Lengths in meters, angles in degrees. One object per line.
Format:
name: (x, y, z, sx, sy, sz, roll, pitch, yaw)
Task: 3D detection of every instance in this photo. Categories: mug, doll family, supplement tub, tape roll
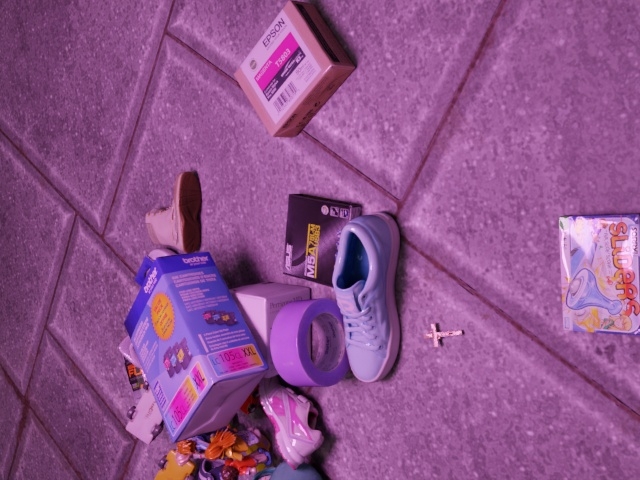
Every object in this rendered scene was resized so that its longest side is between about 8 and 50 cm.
mug: (-0.067, 0.568, 1.682, 0.157, 0.097, 0.129, 38, 133, -7)
doll family: (-0.254, 0.490, 1.739, 0.262, 0.163, 0.119, 1, 95, 40)
supplement tub: (-0.482, 0.353, 2.015, 0.117, 0.117, 0.191, -24, 80, 39)
tape roll: (-0.016, 0.221, 1.561, 0.080, 0.189, 0.189, -10, 89, 39)

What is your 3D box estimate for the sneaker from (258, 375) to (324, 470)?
sneaker: (-0.066, 0.403, 1.693, 0.111, 0.103, 0.252, -26, 56, -3)

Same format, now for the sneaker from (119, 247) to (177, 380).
sneaker: (-0.419, 0.194, 1.881, 0.137, 0.210, 0.366, -30, 76, 38)

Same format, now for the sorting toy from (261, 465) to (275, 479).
sorting toy: (-0.129, 0.608, 1.807, 0.083, 0.044, 0.075, -32, 56, 38)

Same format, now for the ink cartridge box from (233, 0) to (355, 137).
ink cartridge box: (-0.063, -0.373, 1.594, 0.234, 0.088, 0.193, -45, 69, 35)

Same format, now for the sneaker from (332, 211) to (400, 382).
sneaker: (0.075, 0.126, 1.499, 0.135, 0.150, 0.366, 4, 98, 40)

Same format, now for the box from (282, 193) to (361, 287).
box: (0.000, 0.000, 1.616, 0.184, 0.045, 0.191, 13, 103, 36)

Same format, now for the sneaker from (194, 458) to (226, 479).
sneaker: (-0.237, 0.682, 1.863, 0.282, 0.099, 0.153, 38, 120, 34)

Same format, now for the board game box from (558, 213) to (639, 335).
board game box: (0.480, 0.056, 1.227, 0.136, 0.035, 0.201, -1, 95, 40)

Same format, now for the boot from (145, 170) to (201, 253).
boot: (-0.394, -0.081, 1.916, 0.165, 0.077, 0.213, 10, 105, 41)

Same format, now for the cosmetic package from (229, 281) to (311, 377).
cosmetic package: (-0.126, 0.201, 1.675, 0.151, 0.151, 0.184, 6, 100, 40)

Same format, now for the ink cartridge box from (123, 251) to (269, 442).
ink cartridge box: (-0.306, 0.212, 1.648, 0.396, 0.151, 0.270, 60, 135, 28)

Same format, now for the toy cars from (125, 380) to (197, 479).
toy cars: (-0.410, 0.536, 1.913, 0.176, 0.087, 0.394, -11, 89, 15)

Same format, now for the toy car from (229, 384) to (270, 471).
toy car: (-0.213, 0.456, 1.845, 0.224, 0.053, 0.239, -7, 90, 41)

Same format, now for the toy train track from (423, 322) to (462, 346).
toy train track: (0.248, 0.188, 1.452, 0.083, 0.014, 0.048, -11, 81, 35)
